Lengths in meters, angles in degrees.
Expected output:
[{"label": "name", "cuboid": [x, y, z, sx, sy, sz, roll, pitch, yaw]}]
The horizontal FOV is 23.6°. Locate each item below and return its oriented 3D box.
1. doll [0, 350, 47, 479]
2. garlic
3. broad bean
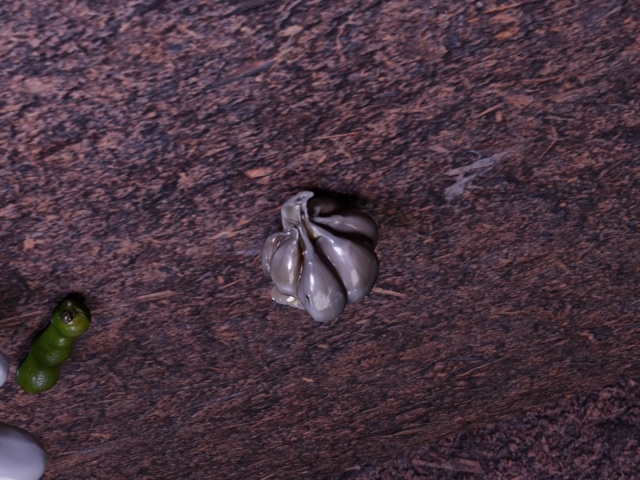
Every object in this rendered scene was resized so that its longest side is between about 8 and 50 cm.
[{"label": "doll", "cuboid": [-0.497, 0.145, 1.568, 0.365, 0.187, 0.376, -11, 117, 4]}, {"label": "garlic", "cuboid": [0.000, 0.000, 1.643, 0.131, 0.127, 0.194, -51, 156, -28]}, {"label": "broad bean", "cuboid": [-0.317, 0.125, 1.830, 0.052, 0.053, 0.256, 30, 147, -7]}]
